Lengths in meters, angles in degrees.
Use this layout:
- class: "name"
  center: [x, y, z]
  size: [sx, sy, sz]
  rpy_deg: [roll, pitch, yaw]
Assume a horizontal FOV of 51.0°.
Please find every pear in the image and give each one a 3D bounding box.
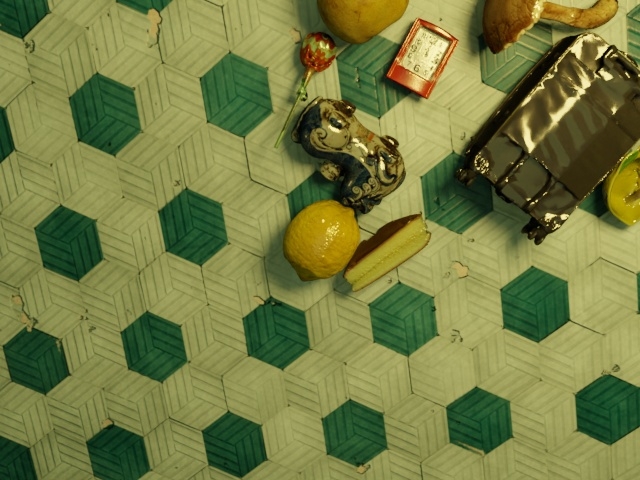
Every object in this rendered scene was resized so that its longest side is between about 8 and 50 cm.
- class: "pear"
  center: [0.088, -0.544, 1.459]
  size: [0.208, 0.209, 0.209]
  rpy_deg: [1, 103, 4]

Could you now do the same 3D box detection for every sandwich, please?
- class: "sandwich"
  center: [0.160, 0.025, 1.647]
  size: [0.244, 0.088, 0.090]
  rpy_deg: [-37, 107, 8]

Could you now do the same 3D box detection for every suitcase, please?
- class: "suitcase"
  center: [0.533, -0.233, 1.500]
  size: [0.283, 0.194, 0.434]
  rpy_deg: [38, 103, -5]

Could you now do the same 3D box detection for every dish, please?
- class: "dish"
  center: [0.713, -0.139, 1.557]
  size: [0.148, 0.080, 0.208]
  rpy_deg: [-11, 119, -11]

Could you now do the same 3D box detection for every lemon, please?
- class: "lemon"
  center: [0.002, -0.002, 1.603]
  size: [0.180, 0.181, 0.193]
  rpy_deg: [42, 124, -6]

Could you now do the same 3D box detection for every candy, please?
- class: "candy"
  center: [-0.042, -0.344, 1.550]
  size: [0.078, 0.084, 0.288]
  rpy_deg: [22, 92, -42]

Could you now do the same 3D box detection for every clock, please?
- class: "clock"
  center: [0.234, -0.420, 1.549]
  size: [0.113, 0.061, 0.155]
  rpy_deg: [28, 100, -3]

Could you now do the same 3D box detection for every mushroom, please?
- class: "mushroom"
  center: [0.495, -0.503, 1.413]
  size: [0.301, 0.233, 0.208]
  rpy_deg: [-3, 141, 12]

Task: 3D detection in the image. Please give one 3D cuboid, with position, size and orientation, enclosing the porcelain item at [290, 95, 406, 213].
- class: "porcelain item"
  center: [0.062, -0.202, 1.586]
  size: [0.288, 0.138, 0.186]
  rpy_deg: [36, 120, -9]
